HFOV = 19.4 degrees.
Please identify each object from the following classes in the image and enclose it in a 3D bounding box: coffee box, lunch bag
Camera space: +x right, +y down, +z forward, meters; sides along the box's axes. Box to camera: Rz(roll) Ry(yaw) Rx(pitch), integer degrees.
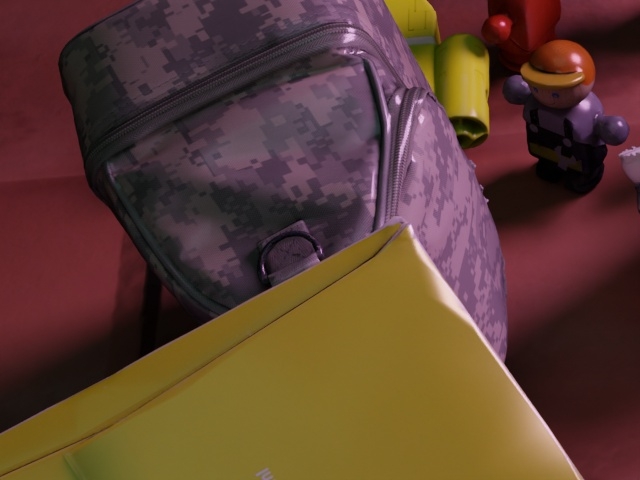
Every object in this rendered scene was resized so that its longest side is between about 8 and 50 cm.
[{"bbox_3d":[-0.023,0.257,0.898,0.338,0.334,0.337,-28,69,-16],"label":"coffee box"},{"bbox_3d":[0.000,0.000,1.178,0.213,0.305,0.256,-23,58,8],"label":"lunch bag"}]

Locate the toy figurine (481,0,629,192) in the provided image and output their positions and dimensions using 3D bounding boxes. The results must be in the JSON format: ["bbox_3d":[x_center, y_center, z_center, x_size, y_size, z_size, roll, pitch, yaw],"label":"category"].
[{"bbox_3d":[0.227,-0.159,1.381,0.213,0.148,0.209,-10,49,3],"label":"toy figurine"}]

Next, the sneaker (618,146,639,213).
[{"bbox_3d":[0.336,-0.026,1.285,0.293,0.102,0.146,-16,88,-29],"label":"sneaker"}]

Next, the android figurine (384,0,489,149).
[{"bbox_3d":[0.008,-0.112,1.451,0.248,0.056,0.273,-2,52,11],"label":"android figurine"}]
